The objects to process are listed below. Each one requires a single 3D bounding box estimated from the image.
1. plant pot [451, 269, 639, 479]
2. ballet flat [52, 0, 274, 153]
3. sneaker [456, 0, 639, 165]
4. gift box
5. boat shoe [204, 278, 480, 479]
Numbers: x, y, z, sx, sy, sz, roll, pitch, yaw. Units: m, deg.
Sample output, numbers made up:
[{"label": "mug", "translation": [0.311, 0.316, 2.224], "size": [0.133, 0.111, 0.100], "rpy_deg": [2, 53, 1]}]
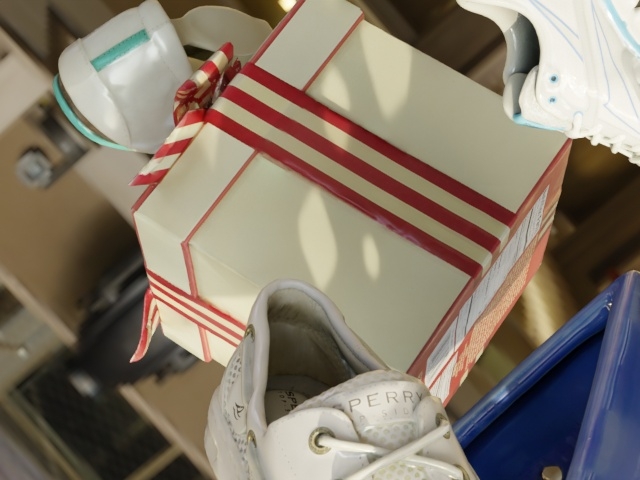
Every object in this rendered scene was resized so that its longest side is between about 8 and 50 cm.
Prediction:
[{"label": "plant pot", "translation": [0.152, 0.197, 0.864], "size": [0.212, 0.236, 0.236], "rpy_deg": [39, -149, -6]}, {"label": "ballet flat", "translation": [-0.069, -0.131, 1.412], "size": [0.139, 0.139, 0.400], "rpy_deg": [53, -160, 17]}, {"label": "sneaker", "translation": [0.132, -0.069, 0.790], "size": [0.190, 0.083, 0.071], "rpy_deg": [50, 164, -9]}, {"label": "gift box", "translation": [0.000, 0.000, 1.194], "size": [0.258, 0.276, 0.255], "rpy_deg": [32, 154, 15]}, {"label": "boat shoe", "translation": [0.015, 0.098, 0.671], "size": [0.098, 0.096, 0.277], "rpy_deg": [-3, -156, -23]}]
